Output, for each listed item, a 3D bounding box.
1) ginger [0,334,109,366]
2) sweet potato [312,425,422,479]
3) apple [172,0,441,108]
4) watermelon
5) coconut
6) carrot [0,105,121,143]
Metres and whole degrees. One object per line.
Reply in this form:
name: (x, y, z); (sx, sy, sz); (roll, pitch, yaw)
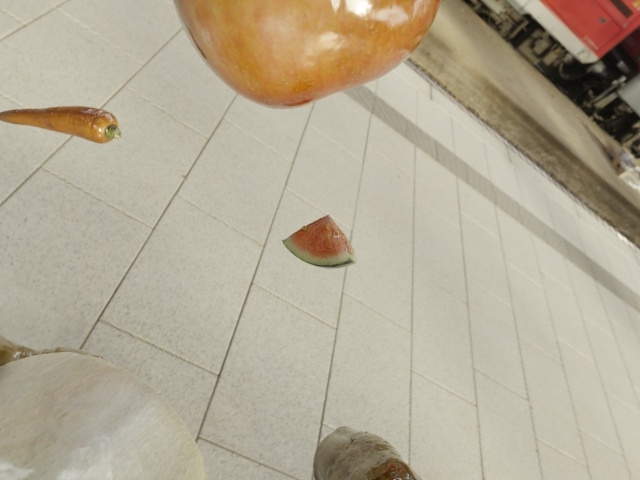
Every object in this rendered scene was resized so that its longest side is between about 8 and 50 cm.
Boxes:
ginger: (-0.281, 0.124, 0.463); (0.214, 0.133, 0.058); (64, 31, -52)
sweet potato: (0.087, 0.390, 0.722); (0.158, 0.370, 0.157); (2, 82, -17)
apple: (-0.006, -0.217, 0.417); (0.235, 0.173, 0.210); (-5, 32, 7)
watermelon: (0.000, 0.000, 0.822); (0.136, 0.094, 0.125); (7, 20, 1)
coconut: (-0.204, 0.210, 0.343); (0.237, 0.237, 0.266); (43, 10, -5)
carrot: (-0.463, -0.214, 0.827); (0.257, 0.061, 0.061); (12, 40, 12)
